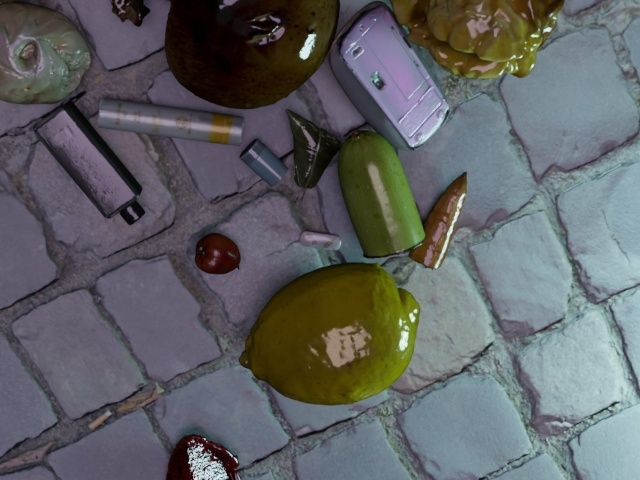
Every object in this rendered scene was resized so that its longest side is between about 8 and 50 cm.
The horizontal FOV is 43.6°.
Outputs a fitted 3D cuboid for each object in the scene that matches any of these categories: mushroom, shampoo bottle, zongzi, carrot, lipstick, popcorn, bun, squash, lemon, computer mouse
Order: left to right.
[{"bbox_3d":[-0.504,-0.319,1.392,0.193,0.128,0.178,13,102,-13],"label":"bun"},{"bbox_3d":[-0.415,-0.135,1.477,0.080,0.079,0.246,-35,107,4],"label":"shampoo bottle"},{"bbox_3d":[-0.277,-0.220,1.483,0.264,0.059,0.059,6,104,-9],"label":"lipstick"},{"bbox_3d":[-0.156,-0.395,1.387,0.334,0.356,0.330,-11,108,-44],"label":"mushroom"},{"bbox_3d":[-0.050,-0.157,1.523,0.131,0.062,0.154,29,101,-25],"label":"zongzi"},{"bbox_3d":[0.027,0.183,1.525,0.316,0.285,0.285,-44,107,-18],"label":"lemon"},{"bbox_3d":[0.109,-0.097,1.531,0.133,0.132,0.247,-19,105,-2],"label":"squash"},{"bbox_3d":[0.129,-0.298,1.475,0.158,0.072,0.310,-48,130,-4],"label":"computer mouse"},{"bbox_3d":[0.249,-0.043,1.596,0.072,0.072,0.205,24,98,-13],"label":"carrot"},{"bbox_3d":[0.266,-0.403,1.397,0.332,0.264,0.225,19,146,-17],"label":"popcorn"}]

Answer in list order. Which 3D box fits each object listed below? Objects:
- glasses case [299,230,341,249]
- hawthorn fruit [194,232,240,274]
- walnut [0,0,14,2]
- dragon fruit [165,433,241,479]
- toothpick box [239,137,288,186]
[{"bbox_3d":[0.000,0.000,1.597,0.083,0.021,0.032,9,106,-10],"label":"glasses case"},{"bbox_3d":[-0.195,0.029,1.558,0.093,0.081,0.081,13,105,-41],"label":"hawthorn fruit"},{"bbox_3d":[-0.552,-0.477,1.326,0.204,0.141,0.238,-8,65,-38],"label":"walnut"},{"bbox_3d":[-0.254,0.481,1.675,0.127,0.121,0.160,-20,80,39],"label":"dragon fruit"},{"bbox_3d":[-0.108,-0.149,1.527,0.052,0.052,0.083,-45,107,6],"label":"toothpick box"}]
